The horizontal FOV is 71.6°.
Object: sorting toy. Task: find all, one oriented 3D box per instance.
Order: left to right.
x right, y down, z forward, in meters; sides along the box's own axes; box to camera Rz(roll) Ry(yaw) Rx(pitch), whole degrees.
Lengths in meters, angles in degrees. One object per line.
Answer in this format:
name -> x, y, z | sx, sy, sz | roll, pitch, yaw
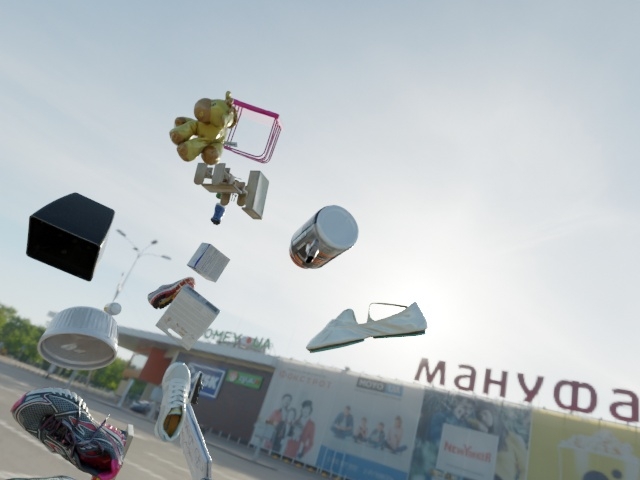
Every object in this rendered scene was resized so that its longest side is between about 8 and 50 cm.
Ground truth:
sorting toy -> -0.949, 0.979, 2.013 | 0.090, 0.255, 0.257 | 26, -20, -17

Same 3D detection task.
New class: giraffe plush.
giraffe plush -> -0.312, -0.334, 1.273 | 0.211, 0.181, 0.170 | -14, -22, -36

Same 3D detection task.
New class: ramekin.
ramekin -> -0.702, 0.285, 1.311 | 0.208, 0.108, 0.207 | -4, -45, -4

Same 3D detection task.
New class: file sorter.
file sorter -> -0.274, -0.417, 1.746 | 0.202, 0.182, 0.290 | 19, 5, -3

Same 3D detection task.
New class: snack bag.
snack bag -> -0.521, 0.873, 1.841 | 0.323, 0.037, 0.342 | 46, -44, 42

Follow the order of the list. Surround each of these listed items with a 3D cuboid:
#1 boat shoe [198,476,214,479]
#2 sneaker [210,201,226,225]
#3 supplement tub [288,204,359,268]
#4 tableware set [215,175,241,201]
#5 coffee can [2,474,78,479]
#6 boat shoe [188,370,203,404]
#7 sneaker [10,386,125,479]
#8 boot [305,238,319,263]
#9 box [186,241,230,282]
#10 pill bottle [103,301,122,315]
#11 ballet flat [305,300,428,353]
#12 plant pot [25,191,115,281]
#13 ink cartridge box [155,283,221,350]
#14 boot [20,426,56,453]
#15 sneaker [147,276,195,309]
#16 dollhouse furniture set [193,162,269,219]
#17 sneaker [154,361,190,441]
boat shoe -> -0.250, 0.561, 0.942 | 0.108, 0.102, 0.301 | -33, -32, 11
sneaker -> -0.536, -0.131, 2.315 | 0.058, 0.084, 0.152 | 23, -28, -4
supplement tub -> 0.000, 0.000, 1.912 | 0.207, 0.207, 0.338 | 27, -30, -15
tableware set -> -0.457, -0.259, 2.198 | 0.104, 0.154, 0.024 | 17, -30, -12
coffee can -> -0.731, 0.709, 1.122 | 0.202, 0.201, 0.275 | 19, -28, 1
boat shoe -> -0.479, 0.576, 1.733 | 0.038, 0.125, 0.046 | 19, -14, -12
sneaker -> -0.593, 0.463, 1.068 | 0.299, 0.121, 0.112 | 45, -8, -24
boot -> -0.037, 0.049, 1.624 | 0.042, 0.086, 0.118 | 22, -36, -6
box -> -0.489, 0.096, 1.946 | 0.072, 0.126, 0.137 | 11, -27, 43
pill bottle -> -0.668, 0.221, 1.431 | 0.043, 0.043, 0.083 | 34, -27, -28
ballet flat -> 0.144, 0.271, 1.441 | 0.401, 0.139, 0.139 | -9, -27, -2
plant pot -> -0.702, -0.026, 1.283 | 0.188, 0.166, 0.188 | 26, -47, -14
ink cartridge box -> -0.562, 0.327, 1.885 | 0.189, 0.066, 0.232 | 39, -67, -3
boot -> -0.828, 0.549, 1.321 | 0.190, 0.069, 0.086 | 35, -49, 8
sneaker -> -0.648, 0.212, 1.935 | 0.093, 0.225, 0.087 | 23, -55, 38
dollhouse furniture set -> -0.338, -0.177, 1.701 | 0.242, 0.160, 0.212 | 4, -17, 17
sneaker -> -0.435, 0.482, 1.335 | 0.088, 0.228, 0.092 | 14, -20, -29
